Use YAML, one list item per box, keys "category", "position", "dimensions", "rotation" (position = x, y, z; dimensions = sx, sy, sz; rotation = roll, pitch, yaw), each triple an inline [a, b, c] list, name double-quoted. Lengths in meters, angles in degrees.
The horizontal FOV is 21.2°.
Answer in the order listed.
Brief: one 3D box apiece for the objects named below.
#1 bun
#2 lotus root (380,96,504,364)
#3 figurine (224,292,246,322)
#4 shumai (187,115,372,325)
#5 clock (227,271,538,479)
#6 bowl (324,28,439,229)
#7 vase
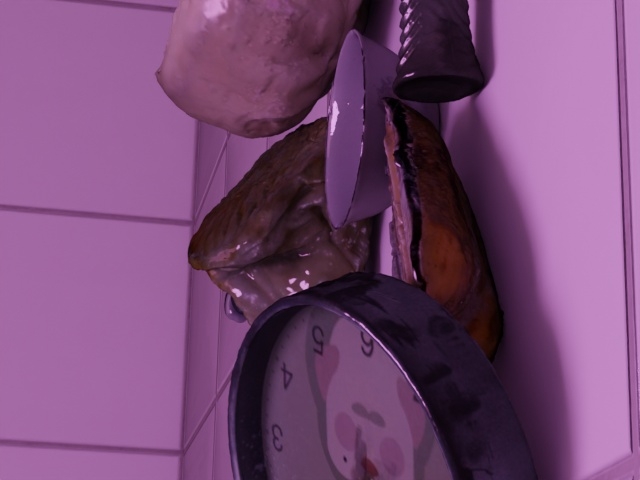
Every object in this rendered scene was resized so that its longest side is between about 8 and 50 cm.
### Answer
- category: "bun"
  position: [-0.045, -0.274, 1.883]
  dimensions: [0.360, 0.211, 0.359]
  rotation: [-162, 90, -85]
- category: "lotus root"
  position: [0.096, -0.003, 1.374]
  dimensions: [0.329, 0.078, 0.167]
  rotation: [-96, 4, -54]
- category: "figurine"
  position: [-0.054, 0.004, 2.059]
  dimensions: [0.265, 0.140, 0.193]
  rotation: [-25, 39, 52]
- category: "shumai"
  position: [0.000, 0.000, 1.825]
  dimensions: [0.272, 0.203, 0.222]
  rotation: [-50, 17, -19]
- category: "clock"
  position: [0.039, 0.184, 1.255]
  dimensions: [0.319, 0.066, 0.318]
  rotation: [27, 124, 49]
- category: "bowl"
  position: [0.062, -0.100, 1.593]
  dimensions: [0.189, 0.086, 0.189]
  rotation: [-177, 90, -81]
- category: "vase"
  position: [0.095, -0.240, 1.450]
  dimensions: [0.115, 0.116, 0.237]
  rotation: [125, 144, -71]
